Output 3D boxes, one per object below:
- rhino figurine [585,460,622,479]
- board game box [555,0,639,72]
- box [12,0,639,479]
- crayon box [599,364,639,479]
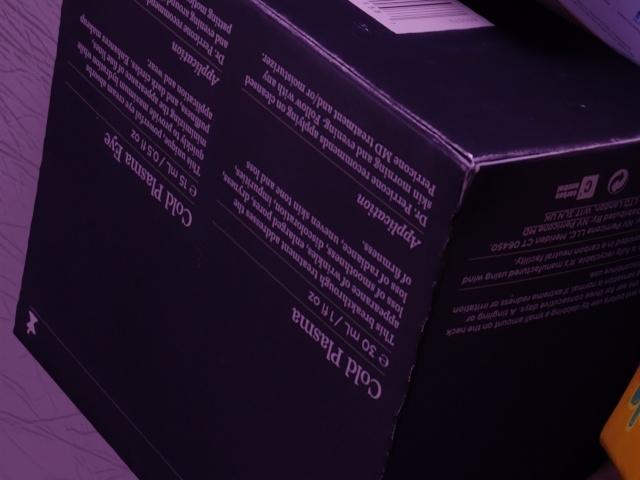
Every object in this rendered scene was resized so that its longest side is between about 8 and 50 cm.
[{"bbox_3d":[0.149,0.221,0.874,0.106,0.073,0.243,47,131,42],"label":"rhino figurine"},{"bbox_3d":[0.197,-0.135,0.802,0.281,0.027,0.145,51,131,32],"label":"board game box"},{"bbox_3d":[0.000,0.000,0.917,0.343,0.179,0.313,42,129,39],"label":"box"},{"bbox_3d":[0.196,0.015,0.591,0.083,0.203,0.323,28,95,2],"label":"crayon box"}]
